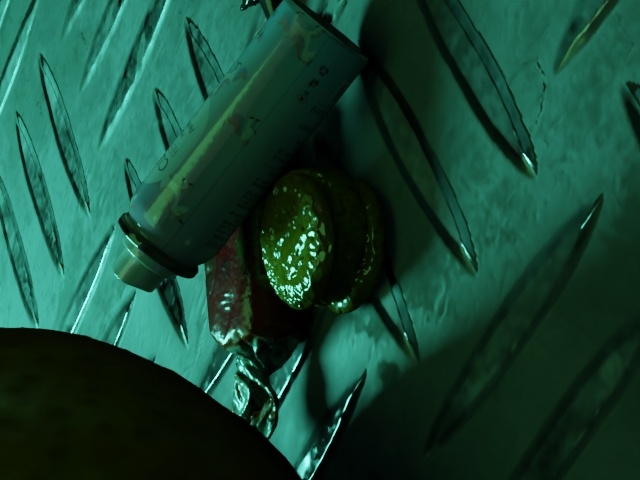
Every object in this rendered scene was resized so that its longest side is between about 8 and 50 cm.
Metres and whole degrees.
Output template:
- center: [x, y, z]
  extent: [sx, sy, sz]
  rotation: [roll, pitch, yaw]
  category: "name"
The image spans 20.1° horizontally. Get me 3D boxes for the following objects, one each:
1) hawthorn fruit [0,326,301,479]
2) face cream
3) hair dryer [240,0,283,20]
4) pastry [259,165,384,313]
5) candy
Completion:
- center: [-0.208, 0.271, 1.147]
  extent: [0.472, 0.471, 0.472]
  rotation: [-15, 72, 59]
  category: "hawthorn fruit"
- center: [-0.064, -0.059, 1.258]
  extent: [0.229, 0.075, 0.075]
  rotation: [-52, 37, 8]
  category: "face cream"
- center: [-0.044, -0.182, 1.386]
  extent: [0.083, 0.031, 0.079]
  rotation: [139, 121, -69]
  category: "hair dryer"
- center: [0.000, 0.000, 1.236]
  extent: [0.109, 0.057, 0.097]
  rotation: [35, 117, 58]
  category: "pastry"
- center: [-0.051, 0.005, 1.325]
  extent: [0.086, 0.059, 0.292]
  rotation: [-26, 64, 56]
  category: "candy"
